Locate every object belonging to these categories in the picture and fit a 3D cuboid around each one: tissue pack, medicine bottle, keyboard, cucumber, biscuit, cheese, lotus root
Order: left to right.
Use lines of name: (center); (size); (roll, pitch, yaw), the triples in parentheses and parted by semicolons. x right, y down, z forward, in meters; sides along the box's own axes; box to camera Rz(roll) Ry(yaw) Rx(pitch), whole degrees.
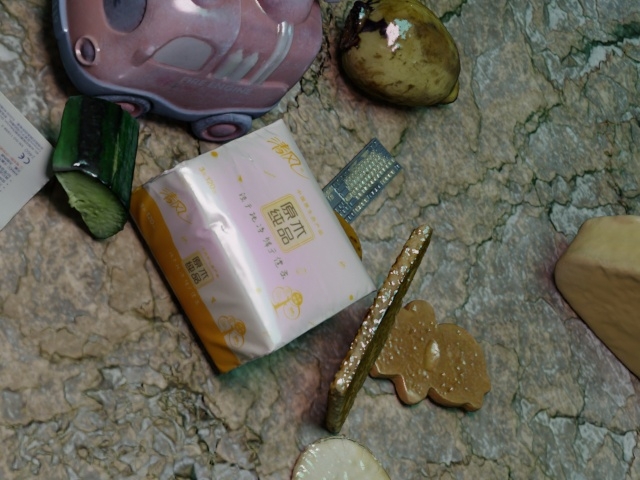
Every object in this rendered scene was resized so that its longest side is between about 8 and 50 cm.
medicine bottle: (-0.377, -0.098, 1.570); (0.201, 0.052, 0.171); (46, 48, -13)
cucumber: (-0.230, -0.081, 1.638); (0.116, 0.062, 0.115); (62, 26, -54)
tissue pack: (-0.077, 0.006, 1.710); (0.185, 0.124, 0.225); (-28, 89, -46)
biscuit: (0.028, 0.290, 1.729); (0.152, 0.020, 0.152); (17, 60, -31)
keyboard: (0.041, -0.063, 1.914); (0.055, 0.014, 0.176); (49, 48, -5)
biscuit: (0.064, 0.097, 1.758); (0.026, 0.131, 0.237); (25, 65, 8)
lotus root: (0.111, -0.237, 1.983); (0.214, 0.138, 0.138); (23, 56, -42)
biscuit: (0.127, 0.137, 1.874); (0.184, 0.027, 0.133); (10, 64, -32)
cheese: (0.477, 0.087, 2.031); (0.384, 0.384, 0.104); (45, 56, -13)

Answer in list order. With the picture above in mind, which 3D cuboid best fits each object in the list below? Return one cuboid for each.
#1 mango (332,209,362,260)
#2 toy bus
mango: (0.000, 0.000, 1.822); (0.114, 0.057, 0.079); (44, 65, 3)
toy bus: (-0.133, -0.251, 1.715); (0.294, 0.232, 0.197); (10, 64, -36)
